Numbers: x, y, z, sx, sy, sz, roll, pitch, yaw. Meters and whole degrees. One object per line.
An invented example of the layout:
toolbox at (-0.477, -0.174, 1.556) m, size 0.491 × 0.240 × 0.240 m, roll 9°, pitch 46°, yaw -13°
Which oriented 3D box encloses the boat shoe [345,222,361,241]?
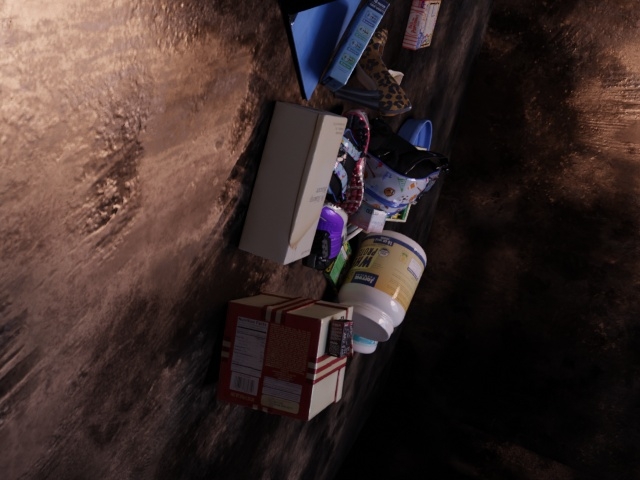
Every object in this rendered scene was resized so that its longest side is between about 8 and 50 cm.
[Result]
boat shoe at (0.124, -0.108, 2.091) m, size 0.116 × 0.099 × 0.319 m, roll -33°, pitch -168°, yaw 51°

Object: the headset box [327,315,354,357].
headset box at (0.043, 0.202, 1.433) m, size 0.062 × 0.032 × 0.083 m, roll 6°, pitch 91°, yaw -69°

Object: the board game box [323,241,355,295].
board game box at (0.065, 0.085, 2.194) m, size 0.136 × 0.030 × 0.260 m, roll -64°, pitch 163°, yaw -14°

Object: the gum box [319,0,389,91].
gum box at (0.068, -0.410, 1.427) m, size 0.184 × 0.041 × 0.157 m, roll -61°, pitch -170°, yaw 3°

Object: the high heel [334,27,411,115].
high heel at (0.169, -0.412, 1.654) m, size 0.093 × 0.186 × 0.261 m, roll 81°, pitch 32°, yaw -59°

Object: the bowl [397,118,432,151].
bowl at (0.309, -0.263, 2.501) m, size 0.391 × 0.077 × 0.391 m, roll 19°, pitch 90°, yaw -74°

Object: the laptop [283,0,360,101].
laptop at (0.115, -0.509, 1.303) m, size 0.236 × 0.407 × 0.382 m, roll 41°, pitch 65°, yaw -37°

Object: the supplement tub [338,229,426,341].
supplement tub at (0.195, 0.149, 2.230) m, size 0.228 × 0.228 × 0.316 m, roll 81°, pitch 32°, yaw -59°

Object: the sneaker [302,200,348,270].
sneaker at (0.001, 0.000, 1.745) m, size 0.293 × 0.102 × 0.146 m, roll 69°, pitch 44°, yaw -66°

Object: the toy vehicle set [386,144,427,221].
toy vehicle set at (0.249, -0.196, 2.281) m, size 0.165 × 0.035 × 0.267 m, roll 3°, pitch 111°, yaw -32°

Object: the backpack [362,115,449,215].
backpack at (0.181, -0.197, 1.880) m, size 0.213 × 0.276 × 0.263 m, roll -62°, pitch 164°, yaw 20°

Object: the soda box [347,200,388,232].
soda box at (0.092, -0.078, 1.809) m, size 0.058 × 0.183 × 0.063 m, roll 6°, pitch 106°, yaw -43°

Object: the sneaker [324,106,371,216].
sneaker at (0.072, -0.190, 1.730) m, size 0.112 × 0.120 × 0.299 m, roll -65°, pitch 171°, yaw -62°

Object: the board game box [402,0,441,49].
board game box at (0.313, -0.670, 2.087) m, size 0.193 × 0.045 × 0.147 m, roll -39°, pitch 145°, yaw -61°

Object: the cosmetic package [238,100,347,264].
cosmetic package at (-0.056, -0.120, 1.400) m, size 0.160 × 0.113 × 0.310 m, roll -24°, pitch 130°, yaw -69°

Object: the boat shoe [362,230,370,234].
boat shoe at (0.178, -0.065, 2.359) m, size 0.043 × 0.049 × 0.137 m, roll 94°, pitch 17°, yaw -50°

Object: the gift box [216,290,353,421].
gift box at (-0.082, 0.264, 1.529) m, size 0.258 × 0.255 × 0.277 m, roll -6°, pitch 109°, yaw -71°

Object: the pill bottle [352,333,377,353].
pill bottle at (0.175, 0.284, 2.577) m, size 0.146 × 0.146 × 0.264 m, roll -15°, pitch 123°, yaw -71°

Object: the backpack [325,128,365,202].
backpack at (0.019, -0.184, 1.557) m, size 0.173 × 0.116 × 0.158 m, roll 49°, pitch 62°, yaw -73°

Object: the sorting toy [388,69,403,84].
sorting toy at (0.201, -0.462, 1.978) m, size 0.075 × 0.044 × 0.083 m, roll 22°, pitch 89°, yaw -67°
